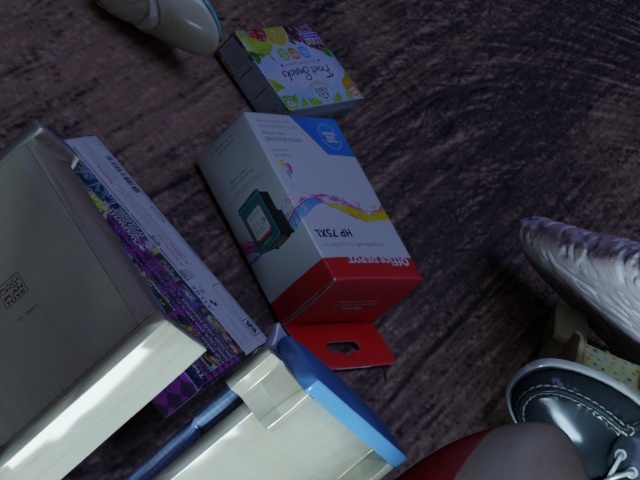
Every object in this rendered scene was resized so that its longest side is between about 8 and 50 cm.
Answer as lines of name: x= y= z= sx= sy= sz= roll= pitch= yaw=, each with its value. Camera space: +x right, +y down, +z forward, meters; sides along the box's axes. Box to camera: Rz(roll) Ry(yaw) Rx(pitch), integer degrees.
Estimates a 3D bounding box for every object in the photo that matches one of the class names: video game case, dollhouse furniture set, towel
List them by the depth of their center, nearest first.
dollhouse furniture set: x=-0.148 y=0.125 z=1.260 sx=0.303 sy=0.286 sz=0.198 roll=43 pitch=8 yaw=-50
video game case: x=-0.151 y=0.020 z=1.491 sx=0.232 sy=0.042 sz=0.210 roll=49 pitch=14 yaw=3
towel: x=0.355 y=0.105 z=1.854 sx=0.317 sy=0.053 sz=0.332 roll=45 pitch=-8 yaw=-17
dollhouse furniture set: x=0.314 y=0.137 z=1.878 sx=0.182 sy=0.101 sz=0.161 roll=23 pitch=35 yaw=-7

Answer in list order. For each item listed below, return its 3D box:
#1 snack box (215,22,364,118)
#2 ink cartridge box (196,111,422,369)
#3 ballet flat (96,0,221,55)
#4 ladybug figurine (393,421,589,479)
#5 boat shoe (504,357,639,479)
snack box: x=-0.030 y=-0.165 z=1.903 sx=0.100 sy=0.037 sz=0.141 roll=56 pitch=32 yaw=11
ink cartridge box: x=0.000 y=0.000 z=1.715 sx=0.134 sy=0.078 sz=0.231 roll=-1 pitch=56 yaw=-51
ballet flat: x=-0.195 y=-0.261 z=1.784 sx=0.248 sy=0.086 sz=0.086 roll=51 pitch=31 yaw=9
ladybug figurine: x=0.093 y=0.287 z=1.349 sx=0.449 sy=0.162 sz=0.305 roll=-38 pitch=130 yaw=-70
boat shoe: x=0.293 y=0.228 z=1.785 sx=0.302 sy=0.114 sz=0.091 roll=37 pitch=27 yaw=-15
